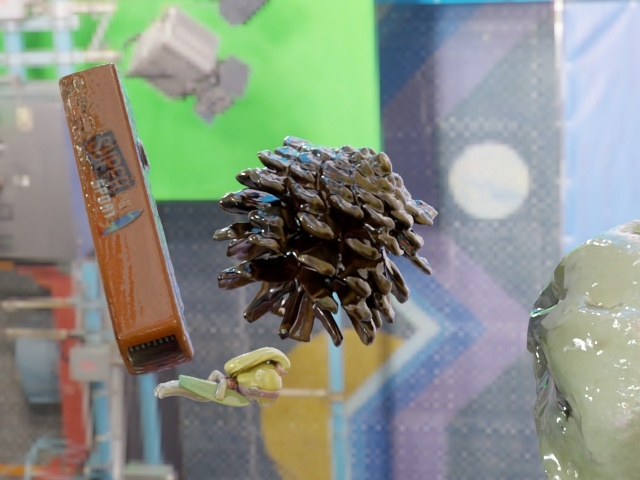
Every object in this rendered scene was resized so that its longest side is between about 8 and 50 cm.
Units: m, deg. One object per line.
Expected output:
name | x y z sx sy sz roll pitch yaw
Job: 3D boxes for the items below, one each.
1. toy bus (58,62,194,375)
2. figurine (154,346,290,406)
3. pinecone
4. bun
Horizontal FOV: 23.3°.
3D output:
toy bus | -0.242 -0.031 1.901 0.092 0.093 0.409 79 174 -62
figurine | -0.131 0.192 2.111 0.083 0.187 0.083 177 90 -74
pinecone | -0.001 0.003 1.511 0.229 0.202 0.201 7 -87 -49
bun | 0.251 0.111 1.272 0.273 0.168 0.273 9 -90 -81
